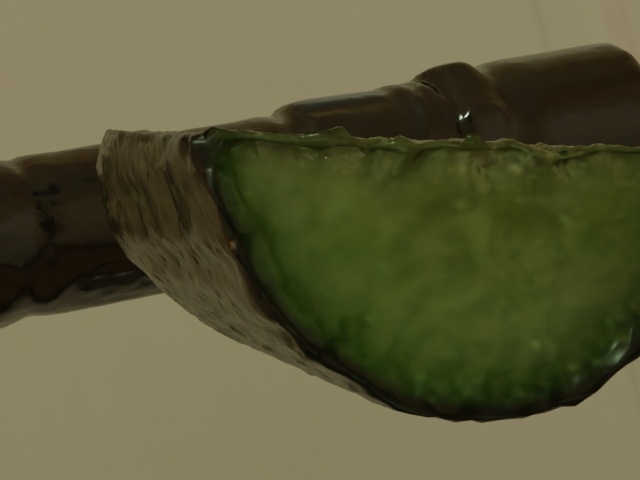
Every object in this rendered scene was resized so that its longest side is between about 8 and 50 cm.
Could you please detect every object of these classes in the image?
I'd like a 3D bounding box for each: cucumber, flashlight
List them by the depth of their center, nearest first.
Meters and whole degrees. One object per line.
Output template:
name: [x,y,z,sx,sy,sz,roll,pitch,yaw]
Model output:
cucumber: [0.000,0.000,0.464,0.115,0.063,0.244,3,4,-15]
flashlight: [-0.026,-0.021,0.824,0.424,0.103,0.103,-11,4,-25]
